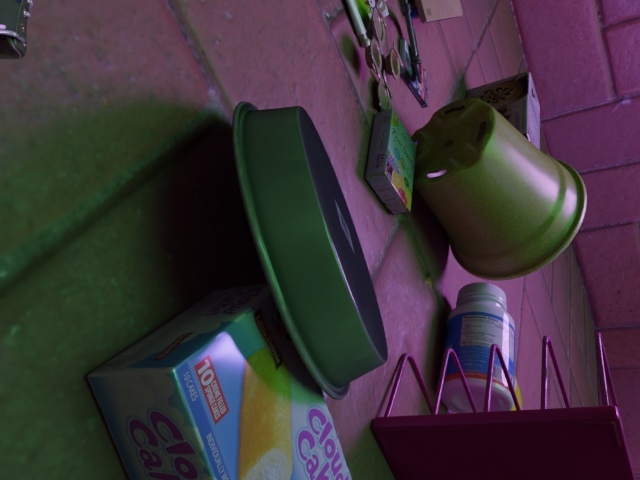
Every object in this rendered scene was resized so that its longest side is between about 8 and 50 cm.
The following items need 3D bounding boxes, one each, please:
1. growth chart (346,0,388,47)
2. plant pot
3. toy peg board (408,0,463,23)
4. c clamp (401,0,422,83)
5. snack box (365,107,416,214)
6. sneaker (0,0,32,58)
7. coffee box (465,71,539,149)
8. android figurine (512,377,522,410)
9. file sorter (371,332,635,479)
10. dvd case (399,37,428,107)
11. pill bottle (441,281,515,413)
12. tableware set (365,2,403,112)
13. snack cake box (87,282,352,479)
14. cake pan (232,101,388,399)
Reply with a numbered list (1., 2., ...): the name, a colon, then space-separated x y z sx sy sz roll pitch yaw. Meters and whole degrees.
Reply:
1. growth chart: 0.077 -0.444 0.960 0.172 0.021 0.237 59 36 -32
2. plant pot: 0.292 -0.108 1.009 0.254 0.276 0.276 38 48 -35
3. toy peg board: 0.215 -0.542 1.193 0.160 0.079 0.161 -29 106 -43
4. c clamp: 0.170 -0.380 1.051 0.137 0.022 0.161 -24 102 -78
5. snack box: 0.116 -0.127 0.901 0.100 0.037 0.141 49 41 -42
6. sneaker: -0.208 -0.151 0.335 0.192 0.064 0.086 -71 146 -41
7. coffee box: 0.452 -0.280 1.401 0.119 0.168 0.297 57 37 -32
8. android figurine: 0.364 0.304 1.165 0.248 0.056 0.273 -40 114 -57
9. file sorter: 0.257 0.256 0.768 0.202 0.290 0.182 66 30 -22
10. dvd case: 0.188 -0.333 1.119 0.119 0.013 0.087 35 51 -52
11. pill bottle: 0.283 0.189 0.997 0.124 0.124 0.222 55 37 -35
12. tableware set: 0.107 -0.300 0.940 0.141 0.020 0.169 56 39 -48
13. snack cake box: -0.057 0.184 0.449 0.152 0.089 0.265 -35 111 -57
14. cake pan: 0.000 0.000 0.537 0.293 0.054 0.293 -19 90 -82
